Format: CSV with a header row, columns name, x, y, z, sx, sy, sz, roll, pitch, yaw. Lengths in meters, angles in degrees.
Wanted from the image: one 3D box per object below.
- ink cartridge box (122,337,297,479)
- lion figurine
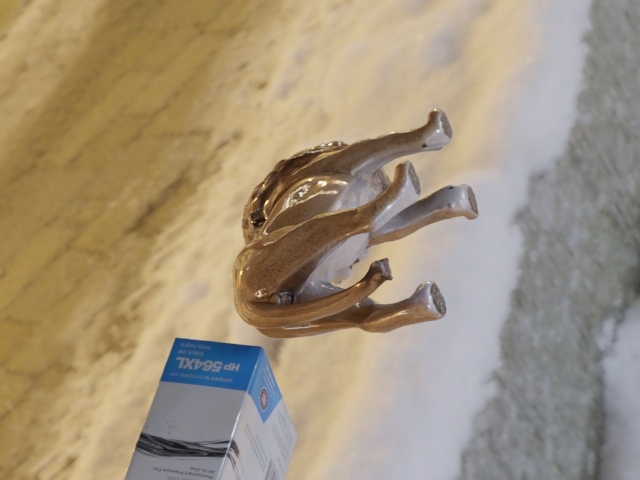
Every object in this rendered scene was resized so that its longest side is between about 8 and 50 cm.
name,x,y,z,sx,sy,sz,roll,pitch,yaw
ink cartridge box,-0.096,0.204,1.194,0.086,0.148,0.203,7,53,17
lion figurine,0.000,0.000,1.266,0.240,0.142,0.392,-19,8,19
